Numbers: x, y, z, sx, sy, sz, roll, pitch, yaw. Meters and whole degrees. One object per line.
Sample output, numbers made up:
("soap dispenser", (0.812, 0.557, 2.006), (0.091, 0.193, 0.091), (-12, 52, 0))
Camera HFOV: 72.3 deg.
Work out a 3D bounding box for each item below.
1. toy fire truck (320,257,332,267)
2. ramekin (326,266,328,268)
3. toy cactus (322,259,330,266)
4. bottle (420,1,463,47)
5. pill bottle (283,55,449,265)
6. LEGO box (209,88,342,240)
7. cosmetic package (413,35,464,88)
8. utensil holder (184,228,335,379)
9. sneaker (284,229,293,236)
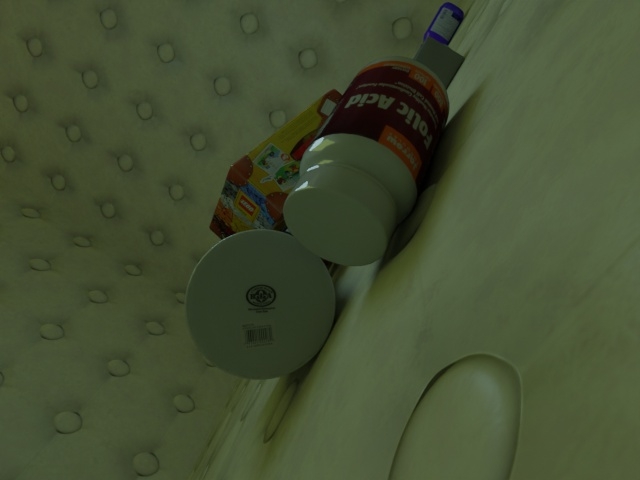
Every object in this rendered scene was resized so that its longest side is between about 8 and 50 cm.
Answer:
("toy fire truck", (0.008, 0.064, 1.459), (0.135, 0.047, 0.191), (-16, -61, -50))
("ramekin", (-0.054, 0.085, 1.708), (0.303, 0.148, 0.303), (-60, 3, 4))
("toy cactus", (0.067, -0.026, 1.376), (0.180, 0.112, 0.218), (-28, -41, -76))
("bottle", (0.533, -0.924, 1.989), (0.282, 0.118, 0.092), (-60, 5, 5))
("pill bottle", (0.095, -0.158, 0.838), (0.392, 0.224, 0.224), (-62, 4, -35))
("LEGO box", (-0.095, -0.205, 1.420), (0.500, 0.193, 0.372), (-47, -1, -34))
("cosmetic package", (0.294, -0.449, 1.277), (0.237, 0.127, 0.107), (-58, 4, 5))
("utensil holder", (-0.144, 0.138, 1.055), (0.327, 0.328, 0.385), (-60, 5, -9))
("sneaker", (-0.187, 0.053, 1.776), (0.153, 0.101, 0.268), (-59, 4, -33))
